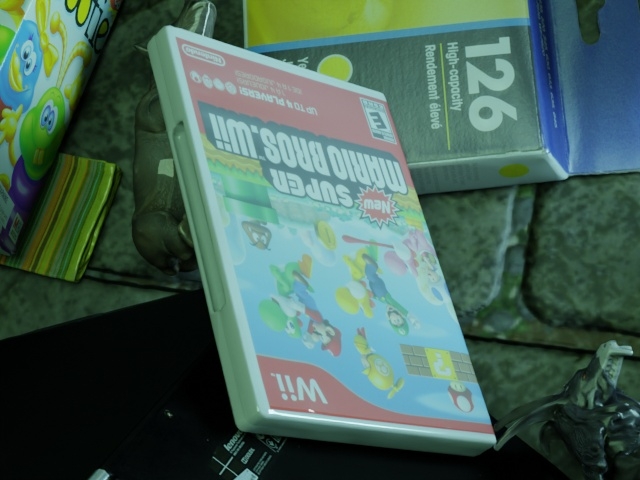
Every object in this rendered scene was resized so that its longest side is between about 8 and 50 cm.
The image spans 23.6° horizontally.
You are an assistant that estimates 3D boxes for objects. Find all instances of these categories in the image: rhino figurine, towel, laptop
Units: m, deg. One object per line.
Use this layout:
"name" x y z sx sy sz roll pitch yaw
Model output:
"rhino figurine" -0.105 -0.087 1.166 0.073 0.106 0.243 9 64 -27
"towel" -0.282 -0.039 1.216 0.237 0.021 0.102 13 71 14
"laptop" -0.093 0.187 0.953 0.408 0.382 0.236 38 117 1

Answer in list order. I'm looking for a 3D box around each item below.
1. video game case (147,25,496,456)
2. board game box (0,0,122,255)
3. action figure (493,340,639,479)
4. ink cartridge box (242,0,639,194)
"video game case" 0.000 0.000 0.995 0.025 0.204 0.285 -39 54 36
"board game box" -0.266 -0.152 1.174 0.144 0.142 0.275 12 64 13
"action figure" 0.259 0.115 1.002 0.275 0.164 0.141 13 91 4
"ink cartridge box" 0.092 -0.186 1.190 0.307 0.072 0.304 -7 68 8
